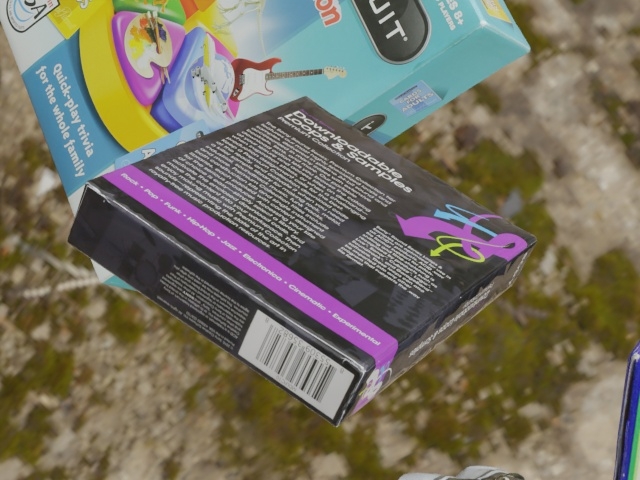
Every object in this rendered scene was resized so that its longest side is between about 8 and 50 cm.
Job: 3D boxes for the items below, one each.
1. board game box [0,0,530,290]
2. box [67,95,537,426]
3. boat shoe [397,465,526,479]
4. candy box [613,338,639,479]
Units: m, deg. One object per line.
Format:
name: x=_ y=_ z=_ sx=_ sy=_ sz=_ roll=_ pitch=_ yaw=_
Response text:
board game box: x=-0.056 y=-0.155 z=1.188 sx=0.079 sy=0.336 sz=0.254 roll=15 pitch=47 yaw=-59
box: x=0.000 y=0.000 z=0.610 sx=0.116 sy=0.029 sz=0.162 roll=33 pitch=29 yaw=16
boat shoe: x=0.060 y=0.101 z=0.562 sx=0.040 sy=0.142 sz=0.049 roll=1 pitch=82 yaw=20
candy box: x=0.313 y=0.092 z=0.745 sx=0.268 sy=0.317 sz=0.122 roll=-31 pitch=126 yaw=-64
